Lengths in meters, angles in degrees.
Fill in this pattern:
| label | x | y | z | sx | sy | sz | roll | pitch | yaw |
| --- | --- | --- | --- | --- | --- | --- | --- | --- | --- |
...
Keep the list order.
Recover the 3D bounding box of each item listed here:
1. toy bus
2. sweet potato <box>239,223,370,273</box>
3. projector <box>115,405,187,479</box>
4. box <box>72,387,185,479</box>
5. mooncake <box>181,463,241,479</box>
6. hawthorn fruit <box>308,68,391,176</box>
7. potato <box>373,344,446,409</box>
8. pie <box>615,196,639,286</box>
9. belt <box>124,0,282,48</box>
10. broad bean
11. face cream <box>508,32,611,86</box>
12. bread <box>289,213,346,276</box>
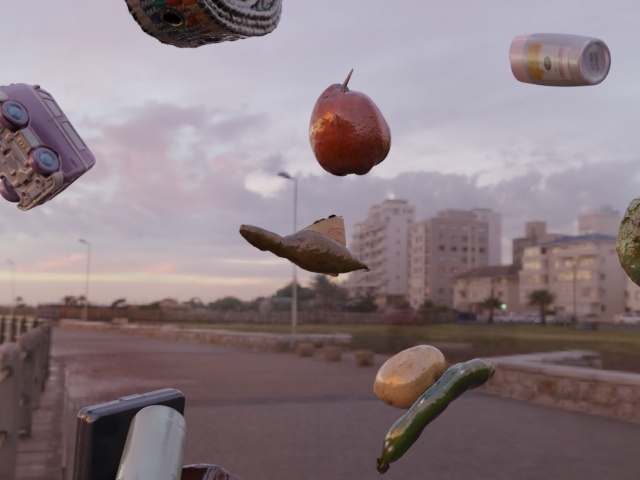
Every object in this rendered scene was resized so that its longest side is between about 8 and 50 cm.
| label | x | y | z | sx | sy | sz | roll | pitch | yaw |
| --- | --- | --- | --- | --- | --- | --- | --- | --- | --- |
| toy bus | -0.525 | -0.173 | 1.308 | 0.142 | 0.203 | 0.142 | -28 | 9 | 34 |
| sweet potato | -0.034 | 0.014 | 1.310 | 0.269 | 0.075 | 0.074 | 17 | -13 | -29 |
| projector | -0.276 | 0.401 | 1.152 | 0.108 | 0.108 | 0.337 | 2 | 22 | -6 |
| box | -0.358 | 0.375 | 1.376 | 0.050 | 0.160 | 0.230 | 11 | 8 | 36 |
| mooncake | -0.260 | 0.605 | 1.414 | 0.326 | 0.334 | 0.174 | 32 | -17 | 52 |
| hawthorn fruit | 0.067 | -0.297 | 1.838 | 0.210 | 0.263 | 0.210 | -9 | 17 | 3 |
| potato | 0.169 | 0.256 | 1.356 | 0.147 | 0.112 | 0.112 | -40 | -10 | 3 |
| pie | 0.603 | 0.002 | 1.275 | 0.186 | 0.187 | 0.041 | 3 | 3 | -14 |
| belt | -0.156 | -0.393 | 1.072 | 0.160 | 0.207 | 0.295 | -6 | -3 | 29 |
| broad bean | 0.197 | 0.282 | 1.235 | 0.049 | 0.292 | 0.144 | 43 | -18 | 26 |
| face cream | 0.364 | -0.281 | 1.129 | 0.057 | 0.084 | 0.198 | -18 | 18 | -13 |
| bread | 0.000 | 0.000 | 2.096 | 0.169 | 0.160 | 0.140 | 17 | -45 | 3 |
